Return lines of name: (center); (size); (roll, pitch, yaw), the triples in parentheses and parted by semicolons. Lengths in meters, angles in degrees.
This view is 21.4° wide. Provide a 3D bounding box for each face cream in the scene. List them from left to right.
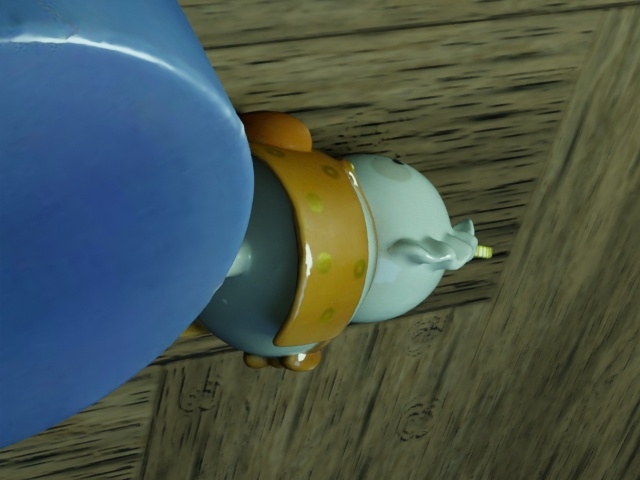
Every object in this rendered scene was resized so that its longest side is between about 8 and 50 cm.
face cream: (-0.180, -0.062, 0.688); (0.249, 0.225, 0.249); (-20, 144, -15)

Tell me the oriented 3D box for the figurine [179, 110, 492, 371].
figurine: (-0.003, 0.009, 0.961); (0.271, 0.143, 0.143); (20, 119, -44)
